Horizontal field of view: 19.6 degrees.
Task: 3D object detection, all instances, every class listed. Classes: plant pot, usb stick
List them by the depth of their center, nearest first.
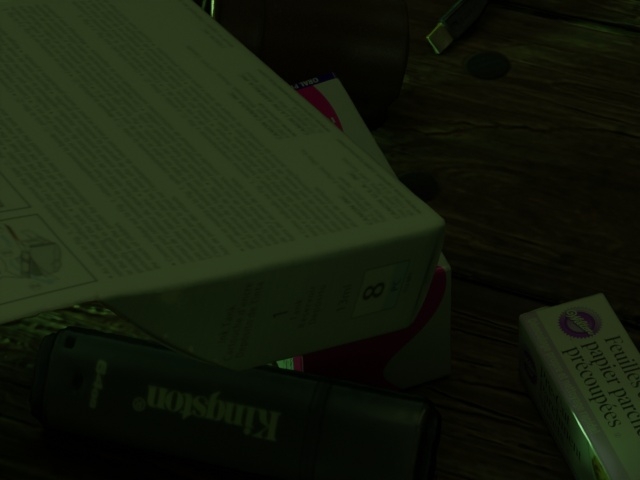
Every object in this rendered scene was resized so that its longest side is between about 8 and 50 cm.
[{"bbox_3d":[-0.056,0.115,1.204,0.278,0.077,0.045,11,8,16],"label":"usb stick"},{"bbox_3d":[-0.032,-0.150,1.398,0.165,0.167,0.167,5,41,-22],"label":"plant pot"}]

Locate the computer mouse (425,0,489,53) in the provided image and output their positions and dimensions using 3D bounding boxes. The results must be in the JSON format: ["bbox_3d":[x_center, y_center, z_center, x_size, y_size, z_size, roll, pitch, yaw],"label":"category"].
[{"bbox_3d":[0.024,-0.199,1.533,0.262,0.060,0.184,-39,74,-25],"label":"computer mouse"}]

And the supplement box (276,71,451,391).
[{"bbox_3d":[0.000,0.000,1.287,0.111,0.114,0.220,-17,48,-13],"label":"supplement box"}]

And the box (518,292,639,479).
[{"bbox_3d":[0.210,0.168,1.132,0.063,0.067,0.324,-15,46,-11],"label":"box"}]

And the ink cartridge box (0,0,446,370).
[{"bbox_3d":[-0.165,-0.030,1.102,0.385,0.091,0.308,-13,43,-37],"label":"ink cartridge box"}]
